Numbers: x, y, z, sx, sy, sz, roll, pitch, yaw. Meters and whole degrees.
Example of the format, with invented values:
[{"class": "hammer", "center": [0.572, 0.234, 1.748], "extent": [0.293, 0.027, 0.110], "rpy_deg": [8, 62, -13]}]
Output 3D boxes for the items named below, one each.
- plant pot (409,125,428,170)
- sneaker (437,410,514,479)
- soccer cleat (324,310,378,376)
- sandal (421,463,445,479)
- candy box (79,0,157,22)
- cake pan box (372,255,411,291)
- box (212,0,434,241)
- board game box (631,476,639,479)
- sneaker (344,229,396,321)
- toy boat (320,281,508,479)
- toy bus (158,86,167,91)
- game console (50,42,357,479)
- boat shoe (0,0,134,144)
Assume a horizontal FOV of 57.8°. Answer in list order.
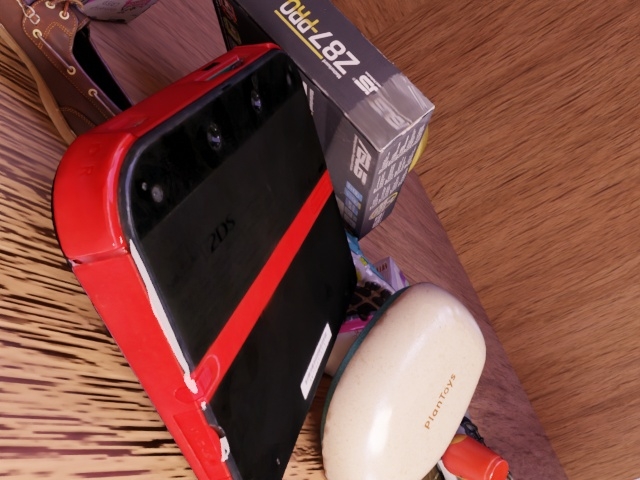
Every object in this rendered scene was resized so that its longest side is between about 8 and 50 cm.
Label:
[{"class": "plant pot", "center": [0.111, -0.235, 1.385], "extent": [0.254, 0.254, 0.239], "rpy_deg": [57, 32, -11]}, {"class": "sneaker", "center": [0.232, 0.336, 0.862], "extent": [0.100, 0.108, 0.271], "rpy_deg": [31, 39, -42]}, {"class": "soccer cleat", "center": [0.091, 0.188, 0.838], "extent": [0.331, 0.116, 0.143], "rpy_deg": [22, 52, -59]}, {"class": "sandal", "center": [0.179, 0.370, 0.911], "extent": [0.180, 0.049, 0.072], "rpy_deg": [-8, 71, -56]}, {"class": "candy box", "center": [-0.311, -0.388, 0.701], "extent": [0.233, 0.071, 0.159], "rpy_deg": [57, 17, -11]}, {"class": "cake pan box", "center": [0.179, 0.194, 1.153], "extent": [0.246, 0.070, 0.267], "rpy_deg": [52, 20, -19]}, {"class": "box", "center": [-0.005, -0.186, 0.843], "extent": [0.318, 0.097, 0.395], "rpy_deg": [47, -10, 10]}, {"class": "board game box", "center": [0.504, 0.606, 0.982], "extent": [0.066, 0.319, 0.318], "rpy_deg": [35, 30, -53]}, {"class": "sneaker", "center": [0.052, 0.043, 0.943], "extent": [0.275, 0.107, 0.110], "rpy_deg": [50, 31, -31]}, {"class": "toy boat", "center": [0.116, 0.216, 0.730], "extent": [0.148, 0.267, 0.318], "rpy_deg": [15, -27, 49]}, {"class": "toy bus", "center": [-0.131, -0.069, 0.635], "extent": [0.202, 0.104, 0.191], "rpy_deg": [-63, 142, -49]}, {"class": "game console", "center": [-0.063, 0.009, 0.564], "extent": [0.386, 0.060, 0.342], "rpy_deg": [-61, 140, -55]}, {"class": "boat shoe", "center": [-0.233, -0.182, 0.517], "extent": [0.073, 0.073, 0.207], "rpy_deg": [-76, 147, -53]}]
